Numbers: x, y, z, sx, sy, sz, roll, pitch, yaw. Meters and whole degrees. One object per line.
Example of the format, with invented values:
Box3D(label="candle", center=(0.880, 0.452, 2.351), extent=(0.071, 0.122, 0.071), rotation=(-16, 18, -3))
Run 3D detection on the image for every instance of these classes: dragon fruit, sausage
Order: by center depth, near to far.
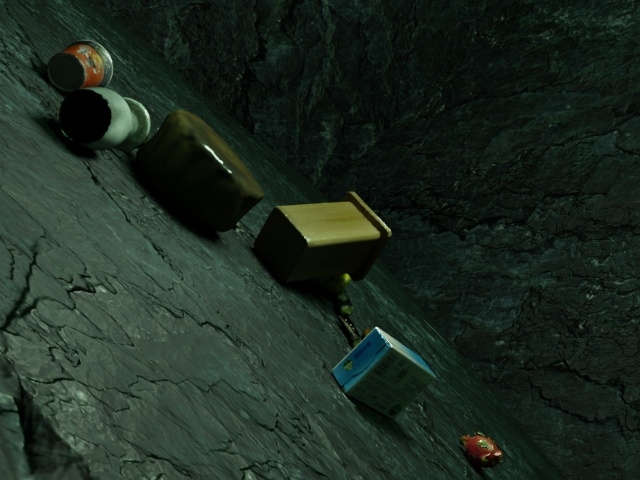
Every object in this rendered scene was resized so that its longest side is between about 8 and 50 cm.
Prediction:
Box3D(label="dragon fruit", center=(0.409, 0.538, 1.948), extent=(0.081, 0.086, 0.116), rotation=(-16, 42, -37))
Box3D(label="sausage", center=(0.031, 0.070, 2.275), extent=(0.123, 0.123, 0.347), rotation=(44, 8, -10))

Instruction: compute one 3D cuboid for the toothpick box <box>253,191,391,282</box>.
Box3D(label="toothpick box", center=(0.000, 0.000, 1.982), extent=(0.308, 0.190, 0.187), rotation=(-7, 49, -47))

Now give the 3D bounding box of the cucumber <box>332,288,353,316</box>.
Box3D(label="cucumber", center=(0.060, 0.169, 2.201), extent=(0.043, 0.044, 0.256), rotation=(0, 13, -6))

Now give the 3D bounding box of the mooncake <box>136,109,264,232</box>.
Box3D(label="mooncake", center=(-0.272, -0.149, 1.703), extent=(0.290, 0.161, 0.290), rotation=(46, 7, -7))

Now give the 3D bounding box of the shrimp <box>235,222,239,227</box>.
Box3D(label="shrimp", center=(-0.268, -0.092, 1.940), extent=(0.161, 0.034, 0.091), rotation=(49, -6, -16))

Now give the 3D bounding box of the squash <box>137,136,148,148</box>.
Box3D(label="squash", center=(-0.466, -0.262, 1.665), extent=(0.201, 0.066, 0.066), rotation=(29, 16, -41))

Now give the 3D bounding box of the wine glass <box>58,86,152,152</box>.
Box3D(label="wine glass", center=(-0.426, -0.239, 1.504), extent=(0.126, 0.126, 0.241), rotation=(45, 4, -2))

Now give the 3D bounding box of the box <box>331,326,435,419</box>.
Box3D(label="box", center=(0.137, 0.286, 1.612), extent=(0.194, 0.139, 0.073), rotation=(38, 9, -44))

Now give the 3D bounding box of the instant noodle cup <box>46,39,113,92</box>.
Box3D(label="instant noodle cup", center=(-0.549, -0.386, 1.706), extent=(0.127, 0.127, 0.135), rotation=(43, 15, -10))

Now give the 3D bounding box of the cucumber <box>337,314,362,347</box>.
Box3D(label="cucumber", center=(0.080, 0.239, 1.973), extent=(0.135, 0.033, 0.034), rotation=(-124, -156, -56))

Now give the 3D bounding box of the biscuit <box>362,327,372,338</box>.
Box3D(label="biscuit", center=(0.187, 0.321, 2.128), extent=(0.188, 0.027, 0.188), rotation=(43, 7, -6))
